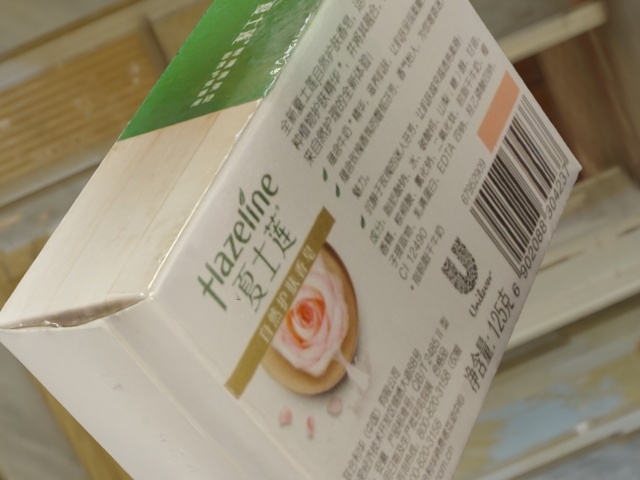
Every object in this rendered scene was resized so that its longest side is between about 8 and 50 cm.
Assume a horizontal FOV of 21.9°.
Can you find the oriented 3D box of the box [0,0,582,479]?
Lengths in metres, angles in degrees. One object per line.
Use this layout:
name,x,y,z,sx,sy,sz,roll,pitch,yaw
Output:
box,0.000,0.000,0.555,0.135,0.081,0.199,52,-135,-27
